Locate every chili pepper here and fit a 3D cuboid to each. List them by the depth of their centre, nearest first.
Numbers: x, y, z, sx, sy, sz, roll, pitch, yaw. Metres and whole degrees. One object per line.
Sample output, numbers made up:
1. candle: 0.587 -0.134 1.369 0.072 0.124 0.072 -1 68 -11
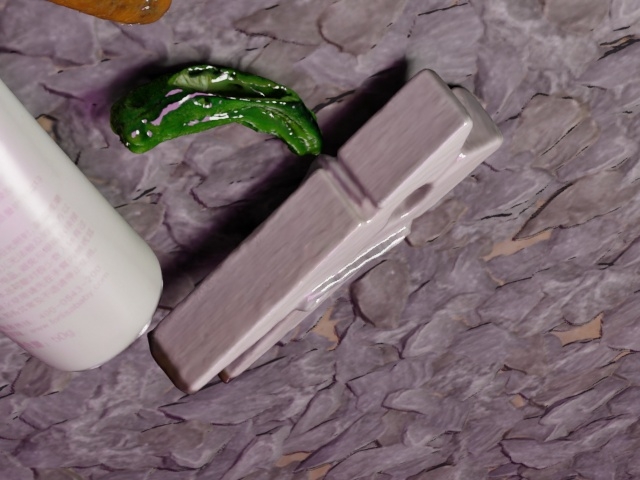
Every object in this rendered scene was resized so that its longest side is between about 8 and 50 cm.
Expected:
1. chili pepper: -0.066 -0.094 0.982 0.182 0.050 0.073 4 126 -33

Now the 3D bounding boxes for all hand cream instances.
1. hand cream: -0.251 -0.039 0.922 0.186 0.118 0.358 -30 133 11

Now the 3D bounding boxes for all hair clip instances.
1. hair clip: -0.002 -0.004 1.081 0.331 0.085 0.101 -45 156 18

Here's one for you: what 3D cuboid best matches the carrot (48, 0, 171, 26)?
1. carrot: -0.171 -0.176 0.834 0.186 0.060 0.060 16 127 -44
